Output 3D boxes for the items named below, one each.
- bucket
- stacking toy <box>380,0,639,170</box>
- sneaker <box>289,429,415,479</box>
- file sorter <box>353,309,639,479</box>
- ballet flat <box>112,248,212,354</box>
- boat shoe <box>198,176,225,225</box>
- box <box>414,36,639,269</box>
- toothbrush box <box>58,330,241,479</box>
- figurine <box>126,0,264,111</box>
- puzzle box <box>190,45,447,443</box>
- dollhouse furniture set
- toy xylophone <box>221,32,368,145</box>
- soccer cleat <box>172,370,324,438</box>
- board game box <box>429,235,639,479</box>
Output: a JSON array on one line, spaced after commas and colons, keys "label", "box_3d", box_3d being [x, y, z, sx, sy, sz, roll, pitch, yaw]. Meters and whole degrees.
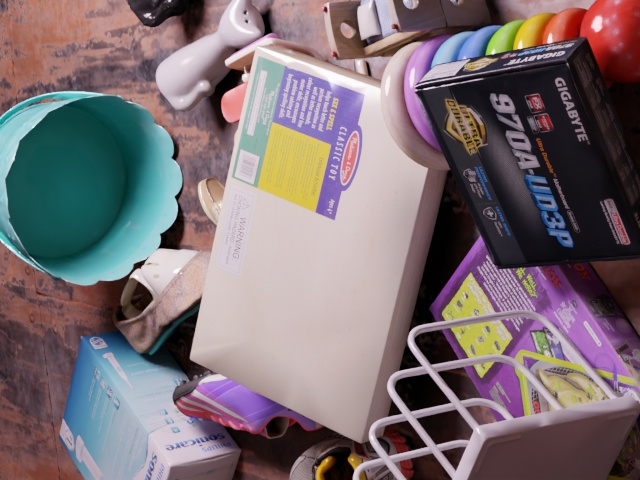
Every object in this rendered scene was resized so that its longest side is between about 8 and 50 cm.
[{"label": "bucket", "box_3d": [-0.361, -0.081, 2.281, 0.183, 0.281, 0.281, 10, 106, 59]}, {"label": "stacking toy", "box_3d": [0.209, -0.172, 1.548, 0.330, 0.141, 0.141, -18, 83, 52]}, {"label": "sneaker", "box_3d": [0.019, 0.284, 1.958, 0.225, 0.092, 0.088, -28, 74, 55]}, {"label": "file sorter", "box_3d": [0.155, 0.227, 1.585, 0.173, 0.192, 0.278, 52, 137, 39]}, {"label": "ballet flat", "box_3d": [-0.220, 0.074, 2.229, 0.106, 0.107, 0.316, 45, 141, -3]}, {"label": "boat shoe", "box_3d": [-0.119, -0.035, 2.128, 0.135, 0.050, 0.045, 57, 137, 15]}, {"label": "box", "box_3d": [0.210, -0.078, 1.503, 0.175, 0.051, 0.220, -5, 121, 40]}, {"label": "toothbrush box", "box_3d": [-0.262, 0.305, 2.344, 0.295, 0.126, 0.216, 48, 134, 39]}, {"label": "figurine", "box_3d": [-0.156, -0.310, 2.086, 0.209, 0.092, 0.215, -38, 68, 48]}, {"label": "puzzle box", "box_3d": [0.000, 0.000, 1.836, 0.272, 0.052, 0.409, 23, 108, 32]}, {"label": "dollhouse furniture set", "box_3d": [0.079, -0.303, 1.698, 0.129, 0.129, 0.184, -17, 84, 56]}, {"label": "toy xylophone", "box_3d": [-0.016, -0.105, 1.927, 0.236, 0.081, 0.323, -30, 73, 54]}, {"label": "soccer cleat", "box_3d": [-0.100, 0.220, 2.112, 0.318, 0.108, 0.116, -24, 82, 53]}, {"label": "board game box", "box_3d": [0.252, 0.143, 1.629, 0.347, 0.056, 0.208, 61, 145, 27]}]
